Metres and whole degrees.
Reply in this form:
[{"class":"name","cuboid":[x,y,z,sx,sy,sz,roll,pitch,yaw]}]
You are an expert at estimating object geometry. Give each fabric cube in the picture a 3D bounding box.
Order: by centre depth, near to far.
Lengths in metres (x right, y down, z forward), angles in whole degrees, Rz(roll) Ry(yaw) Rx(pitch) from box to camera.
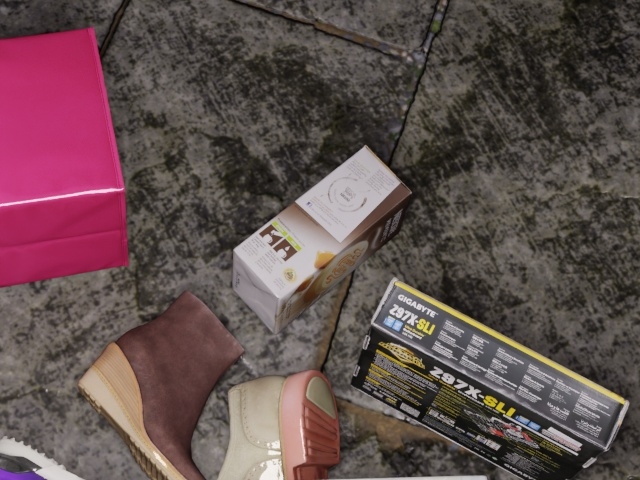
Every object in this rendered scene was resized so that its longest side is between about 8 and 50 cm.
[{"class":"fabric cube","cuboid":[-0.407,-0.102,1.686,0.258,0.259,0.254,-10,67,-12]}]

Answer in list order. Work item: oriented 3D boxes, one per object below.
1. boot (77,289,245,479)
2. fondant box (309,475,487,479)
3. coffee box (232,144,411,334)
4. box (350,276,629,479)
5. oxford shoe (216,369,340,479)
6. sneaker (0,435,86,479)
[{"class":"boot","cuboid":[-0.174,0.208,1.662,0.207,0.090,0.248,-38,81,-25]},{"class":"fondant box","cuboid":[0.060,0.409,1.500,0.330,0.096,0.238,5,73,-32]},{"class":"coffee box","cuboid":[0.000,0.000,1.741,0.246,0.141,0.098,-39,75,-19]},{"class":"box","cuboid":[0.203,0.195,1.611,0.322,0.257,0.079,28,65,8]},{"class":"oxford shoe","cuboid":[-0.061,0.368,1.602,0.146,0.140,0.397,-7,68,25]},{"class":"sneaker","cuboid":[-0.322,0.362,1.538,0.293,0.102,0.146,19,47,24]}]
